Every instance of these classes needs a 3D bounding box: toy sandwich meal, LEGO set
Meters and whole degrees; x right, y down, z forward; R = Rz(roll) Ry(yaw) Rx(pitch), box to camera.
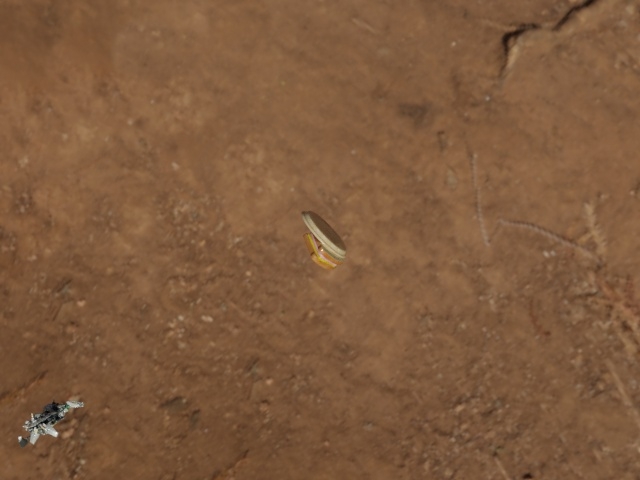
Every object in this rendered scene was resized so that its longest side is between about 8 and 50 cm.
[{"bbox_3d":[0.000,0.000,1.114,0.085,0.029,0.085,44,13,-12],"label":"toy sandwich meal"},{"bbox_3d":[-0.220,0.140,0.722,0.054,0.083,0.023,-35,101,-39],"label":"LEGO set"}]
